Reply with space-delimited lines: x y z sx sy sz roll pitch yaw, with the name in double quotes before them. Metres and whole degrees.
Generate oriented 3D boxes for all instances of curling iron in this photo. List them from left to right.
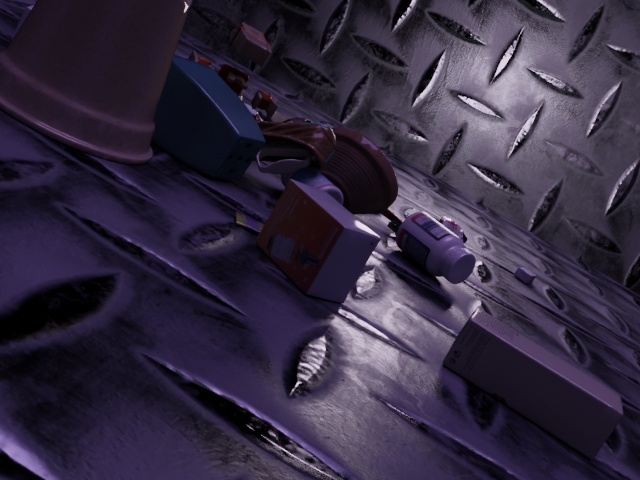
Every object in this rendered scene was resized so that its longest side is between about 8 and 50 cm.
"curling iron" 0.131 -0.099 2.093 0.274 0.035 0.068 44 14 0

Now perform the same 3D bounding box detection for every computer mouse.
"computer mouse" -0.209 -0.393 2.577 0.106 0.042 0.193 40 17 34

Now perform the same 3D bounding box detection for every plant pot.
"plant pot" -0.391 -0.350 1.475 0.333 0.306 0.334 28 14 -7
"plant pot" -0.241 -0.239 1.708 0.234 0.165 0.165 44 18 21
"plant pot" 0.060 -0.142 1.967 0.237 0.110 0.237 34 -30 23

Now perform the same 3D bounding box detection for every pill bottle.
"pill bottle" -0.024 -0.113 1.837 0.087 0.087 0.160 18 18 -40
"pill bottle" 0.267 0.021 1.908 0.108 0.108 0.180 16 20 -44

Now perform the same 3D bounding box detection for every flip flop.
"flip flop" -0.043 -0.333 2.575 0.277 0.080 0.112 31 31 -10

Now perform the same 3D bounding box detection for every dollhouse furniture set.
"dollhouse furniture set" -0.236 -0.445 2.250 0.262 0.259 0.135 24 24 -27

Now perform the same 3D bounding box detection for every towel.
"towel" -0.115 -0.023 1.486 0.083 0.009 0.060 25 15 -14

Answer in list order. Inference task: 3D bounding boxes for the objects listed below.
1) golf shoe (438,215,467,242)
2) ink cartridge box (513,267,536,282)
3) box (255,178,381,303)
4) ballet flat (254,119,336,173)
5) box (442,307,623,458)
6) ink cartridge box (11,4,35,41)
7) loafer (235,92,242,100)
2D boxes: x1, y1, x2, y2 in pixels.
"golf shoe" 0.375 -0.024 2.380 0.086 0.068 0.186 36 14 19
"ink cartridge box" 0.619 0.105 2.498 0.048 0.028 0.083 36 14 23
"box" -0.007 0.000 1.365 0.091 0.130 0.170 18 17 -43
"ballet flat" -0.138 -0.202 1.820 0.342 0.116 0.124 7 55 5
"box" 0.342 0.226 1.341 0.275 0.094 0.113 33 14 13
"ink cartridge box" -0.615 -0.479 1.943 0.154 0.093 0.212 26 15 -16
"loafer" -0.356 -0.399 2.104 0.365 0.130 0.134 26 14 -13
